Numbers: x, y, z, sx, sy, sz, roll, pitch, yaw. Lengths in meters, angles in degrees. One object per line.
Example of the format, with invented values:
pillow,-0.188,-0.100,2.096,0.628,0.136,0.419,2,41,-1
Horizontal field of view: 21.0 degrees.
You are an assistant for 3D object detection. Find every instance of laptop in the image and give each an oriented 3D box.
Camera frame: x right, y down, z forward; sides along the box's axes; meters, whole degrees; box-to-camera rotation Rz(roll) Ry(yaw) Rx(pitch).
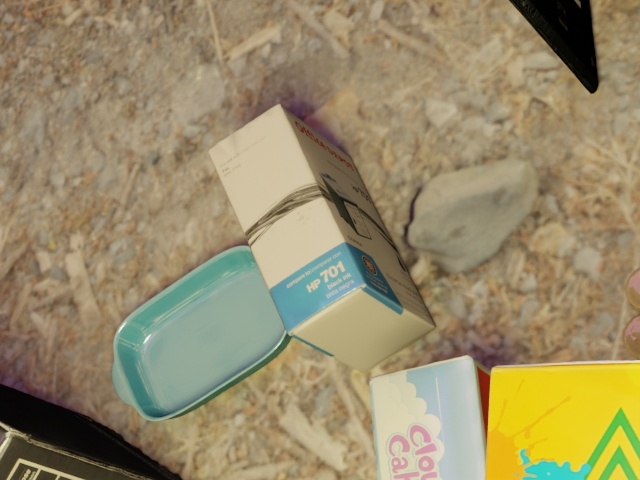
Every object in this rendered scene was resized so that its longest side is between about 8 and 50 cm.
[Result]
laptop,0.118,-0.266,1.414,0.137,0.234,0.264,-13,67,25

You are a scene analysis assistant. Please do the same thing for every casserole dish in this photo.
casserole dish,-0.099,0.085,1.520,0.188,0.037,0.114,-34,61,14

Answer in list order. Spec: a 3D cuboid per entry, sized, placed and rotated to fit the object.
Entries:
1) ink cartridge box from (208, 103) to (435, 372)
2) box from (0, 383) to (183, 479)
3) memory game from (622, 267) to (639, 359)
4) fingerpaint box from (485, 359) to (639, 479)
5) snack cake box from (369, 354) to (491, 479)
ink cartridge box,0.000,0.000,1.436,0.082,0.140,0.190,-32,61,16
box,-0.291,0.271,1.404,0.183,0.294,0.296,28,86,32
memory game,0.321,0.056,1.324,0.186,0.012,0.186,-10,68,25
fingerpaint box,0.239,0.299,1.026,0.163,0.445,0.371,-4,70,26
snack cake box,0.114,0.235,1.286,0.089,0.152,0.264,-15,66,23
